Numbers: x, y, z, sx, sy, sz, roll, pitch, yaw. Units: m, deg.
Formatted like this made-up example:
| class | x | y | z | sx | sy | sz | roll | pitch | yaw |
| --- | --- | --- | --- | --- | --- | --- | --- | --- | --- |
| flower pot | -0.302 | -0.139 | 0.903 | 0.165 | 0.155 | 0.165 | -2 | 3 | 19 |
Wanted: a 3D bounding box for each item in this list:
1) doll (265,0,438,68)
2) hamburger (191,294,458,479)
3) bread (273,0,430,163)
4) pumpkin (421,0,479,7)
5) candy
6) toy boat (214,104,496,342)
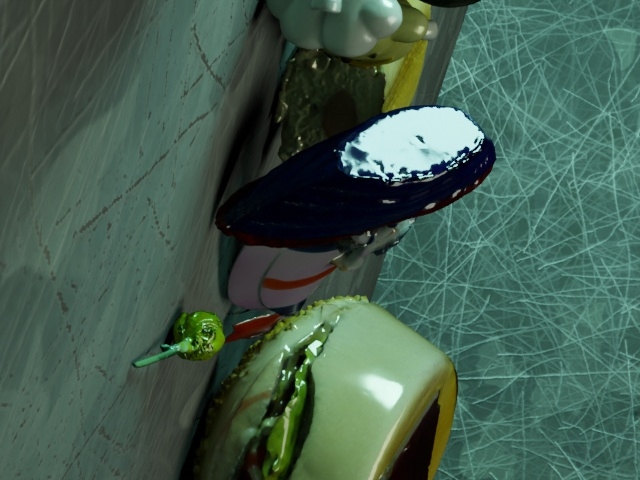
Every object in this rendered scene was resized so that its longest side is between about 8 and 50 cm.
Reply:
| class | x | y | z | sx | sy | sz | roll | pitch | yaw |
| --- | --- | --- | --- | --- | --- | --- | --- | --- | --- |
| doll | 0.019 | -0.148 | 0.980 | 0.162 | 0.106 | 0.062 | -1 | 99 | -77 |
| hamburger | 0.003 | 0.189 | 1.339 | 0.302 | 0.170 | 0.302 | -53 | 157 | -35 |
| bread | 0.027 | -0.136 | 1.156 | 0.173 | 0.085 | 0.134 | -63 | 162 | -49 |
| pumpkin | 0.074 | -0.238 | 0.985 | 0.125 | 0.167 | 0.167 | -43 | 178 | 9 |
| candy | -0.096 | 0.070 | 0.957 | 0.123 | 0.035 | 0.035 | -24 | 122 | -70 |
| toy boat | -0.012 | -0.004 | 1.103 | 0.318 | 0.072 | 0.219 | -36 | 159 | 35 |
